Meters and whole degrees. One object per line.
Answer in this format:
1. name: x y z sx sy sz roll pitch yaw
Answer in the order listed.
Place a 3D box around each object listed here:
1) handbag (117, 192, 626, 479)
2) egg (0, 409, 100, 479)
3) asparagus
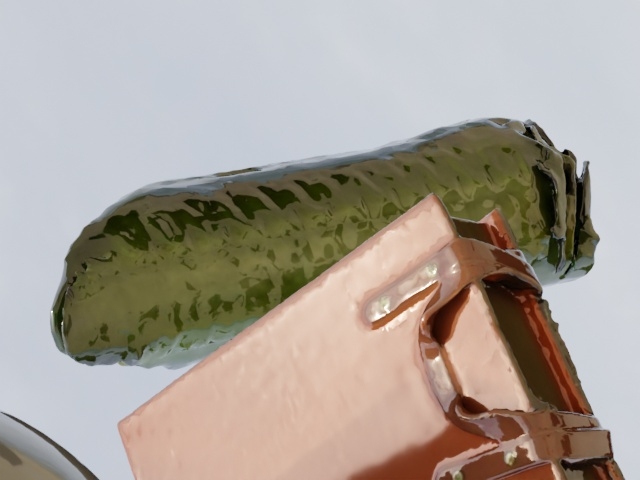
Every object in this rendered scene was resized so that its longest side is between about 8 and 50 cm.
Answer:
1. handbag: 0.014 0.083 0.681 0.062 0.190 0.127 10 -129 -51
2. egg: -0.119 0.160 0.537 0.176 0.176 0.232 9 -134 -46
3. asparagus: 0.000 0.000 1.023 0.382 0.108 0.128 -11 -141 -31
